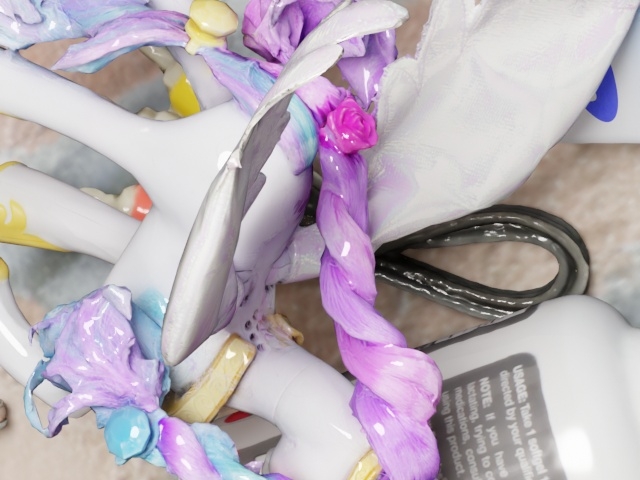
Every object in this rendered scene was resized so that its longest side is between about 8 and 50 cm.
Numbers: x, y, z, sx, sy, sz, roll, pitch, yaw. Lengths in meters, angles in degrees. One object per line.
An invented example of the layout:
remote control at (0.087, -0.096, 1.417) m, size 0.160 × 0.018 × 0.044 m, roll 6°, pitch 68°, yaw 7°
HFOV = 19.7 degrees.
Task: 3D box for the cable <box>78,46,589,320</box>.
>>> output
cable at (0.000, 0.000, 1.028) m, size 0.287 × 0.072 × 0.139 m, roll 25°, pitch 104°, yaw 8°

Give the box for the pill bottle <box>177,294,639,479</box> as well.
pill bottle at (0.099, 0.133, 0.984) m, size 0.318 × 0.176 × 0.176 m, roll -21°, pitch 98°, yaw 18°

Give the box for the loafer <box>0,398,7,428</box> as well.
loafer at (-0.251, 0.093, 1.130) m, size 0.125 × 0.045 × 0.039 m, roll 4°, pitch 98°, yaw 15°

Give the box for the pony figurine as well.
pony figurine at (-0.035, -0.021, 0.858) m, size 0.363 × 0.303 × 0.351 m, roll 36°, pitch 127°, yaw 25°

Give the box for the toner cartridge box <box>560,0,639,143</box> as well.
toner cartridge box at (0.150, -0.196, 0.845) m, size 0.165 × 0.075 × 0.348 m, roll 1°, pitch 135°, yaw 25°
